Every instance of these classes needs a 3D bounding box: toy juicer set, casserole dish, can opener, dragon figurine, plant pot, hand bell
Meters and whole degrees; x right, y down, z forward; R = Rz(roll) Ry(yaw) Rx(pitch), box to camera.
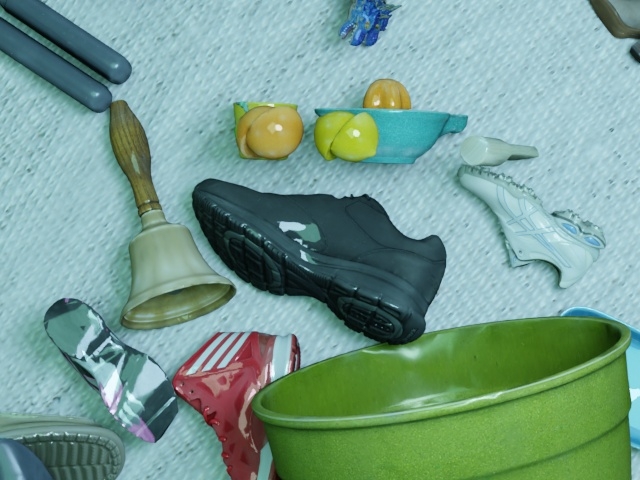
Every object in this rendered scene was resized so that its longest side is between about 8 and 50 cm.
[{"bbox_3d":[0.067,-0.122,1.605,0.329,0.209,0.089,2,92,3],"label":"toy juicer set"},{"bbox_3d":[0.310,0.146,1.668,0.188,0.037,0.114,27,85,3],"label":"casserole dish"},{"bbox_3d":[-0.334,-0.240,1.677,0.283,0.095,0.076,34,86,10],"label":"can opener"},{"bbox_3d":[0.038,-0.350,1.694,0.144,0.085,0.289,14,85,1],"label":"dragon figurine"},{"bbox_3d":[0.146,0.288,1.522,0.366,0.366,0.353,-11,96,-1],"label":"plant pot"},{"bbox_3d":[-0.181,-0.040,1.668,0.126,0.126,0.242,-17,72,-2],"label":"hand bell"}]

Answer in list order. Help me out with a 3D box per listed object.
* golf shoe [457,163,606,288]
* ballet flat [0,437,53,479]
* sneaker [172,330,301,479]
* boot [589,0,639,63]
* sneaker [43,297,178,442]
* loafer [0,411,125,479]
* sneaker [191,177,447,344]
[{"bbox_3d":[0.211,-0.015,1.673,0.176,0.069,0.086,32,99,9],"label":"golf shoe"},{"bbox_3d":[-0.288,0.291,1.588,0.074,0.074,0.203,-16,120,-2],"label":"ballet flat"},{"bbox_3d":[-0.096,0.201,1.651,0.128,0.087,0.221,6,72,9],"label":"sneaker"},{"bbox_3d":[0.355,-0.249,1.710,0.087,0.042,0.118,-35,86,-10],"label":"boot"},{"bbox_3d":[-0.216,0.133,1.651,0.072,0.077,0.178,-38,90,-13],"label":"sneaker"},{"bbox_3d":[-0.338,0.220,1.632,0.268,0.092,0.102,-3,118,-14],"label":"loafer"},{"bbox_3d":[0.000,0.000,1.659,0.286,0.109,0.130,27,61,9],"label":"sneaker"}]
